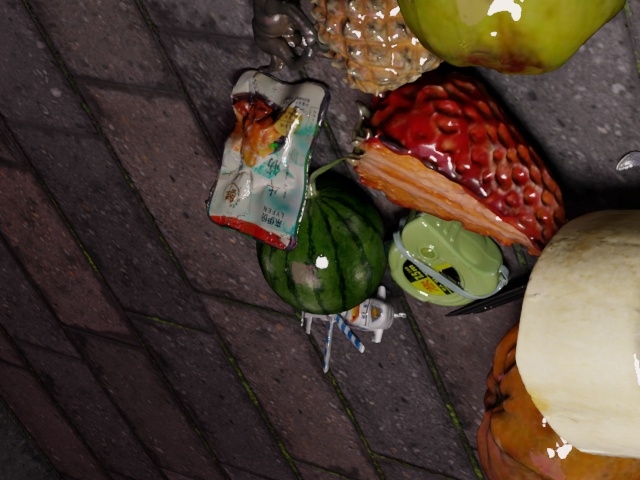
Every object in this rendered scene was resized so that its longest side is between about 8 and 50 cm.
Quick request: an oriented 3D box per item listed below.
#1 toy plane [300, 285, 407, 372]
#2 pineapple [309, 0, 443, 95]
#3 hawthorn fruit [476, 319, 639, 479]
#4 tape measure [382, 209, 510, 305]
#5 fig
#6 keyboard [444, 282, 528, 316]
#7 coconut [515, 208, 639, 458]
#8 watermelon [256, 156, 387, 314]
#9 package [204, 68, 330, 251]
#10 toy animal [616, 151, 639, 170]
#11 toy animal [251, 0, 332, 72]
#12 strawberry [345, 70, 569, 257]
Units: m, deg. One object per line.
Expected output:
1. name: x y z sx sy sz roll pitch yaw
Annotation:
1. toy plane: 0.045 0.124 2.233 0.107 0.182 0.273 8 156 -14
2. pineapple: 0.062 -0.265 1.631 0.166 0.166 0.193 -17 102 55
3. hawthorn fruit: 0.362 0.230 1.929 0.298 0.277 0.277 11 152 -10
4. tape measure: 0.166 0.021 1.989 0.177 0.087 0.154 42 139 -18
5. fig: 0.186 -0.294 1.390 0.239 0.239 0.271 22 123 23
6. keyboard: 0.249 0.081 2.028 0.198 0.064 0.010 -29 70 59
7. coconut: 0.372 0.108 1.681 0.323 0.323 0.323 26 149 17
8. watermelon: 0.000 0.000 2.033 0.188 0.188 0.214 17 139 31
9. package: -0.074 -0.114 1.961 0.166 0.232 0.040 23 -167 33
10. toy animal: 0.377 -0.087 1.670 0.084 0.028 0.050 17 154 29
11. toy animal: -0.038 -0.283 1.797 0.148 0.084 0.232 35 154 26
12. strawberry: 0.171 -0.110 1.748 0.280 0.150 0.253 22 168 20
